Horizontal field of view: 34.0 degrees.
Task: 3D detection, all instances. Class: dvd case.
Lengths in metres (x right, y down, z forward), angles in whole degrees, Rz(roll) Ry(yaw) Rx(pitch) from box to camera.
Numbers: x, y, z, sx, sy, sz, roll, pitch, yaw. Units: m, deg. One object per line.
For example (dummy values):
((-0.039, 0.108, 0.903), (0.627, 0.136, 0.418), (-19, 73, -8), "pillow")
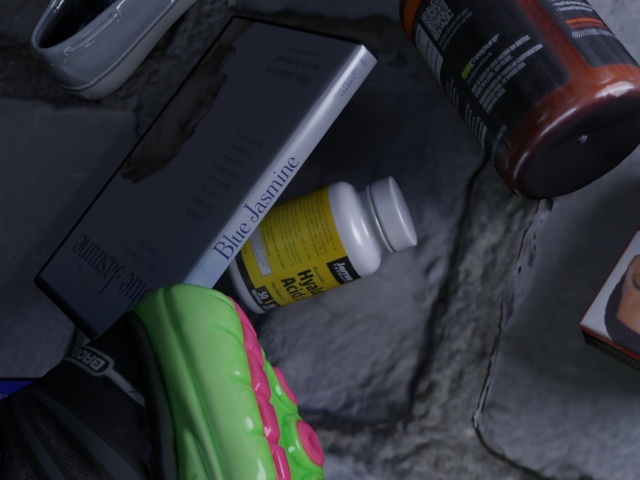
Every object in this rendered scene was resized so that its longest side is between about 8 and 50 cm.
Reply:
((-0.087, -0.043, 0.710), (0.253, 0.022, 0.180), (-54, 36, -6), "dvd case")

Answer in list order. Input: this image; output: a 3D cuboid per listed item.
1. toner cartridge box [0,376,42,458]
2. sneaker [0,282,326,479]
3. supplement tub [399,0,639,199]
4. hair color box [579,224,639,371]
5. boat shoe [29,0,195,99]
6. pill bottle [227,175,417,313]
((-0.211, 0.176, 0.680), (0.347, 0.075, 0.165), (-2, 67, 20), "toner cartridge box")
((-0.077, 0.242, 0.448), (0.202, 0.185, 0.483), (-22, 44, 10), "sneaker")
((0.118, -0.129, 0.662), (0.106, 0.106, 0.198), (-31, 62, 7), "supplement tub")
((0.217, 0.012, 0.603), (0.072, 0.043, 0.141), (29, 82, 27), "hair color box")
((-0.139, -0.215, 0.808), (0.079, 0.081, 0.228), (31, 83, 28), "boat shoe")
((0.000, 0.000, 0.677), (0.116, 0.065, 0.065), (-21, 63, 13), "pill bottle")
